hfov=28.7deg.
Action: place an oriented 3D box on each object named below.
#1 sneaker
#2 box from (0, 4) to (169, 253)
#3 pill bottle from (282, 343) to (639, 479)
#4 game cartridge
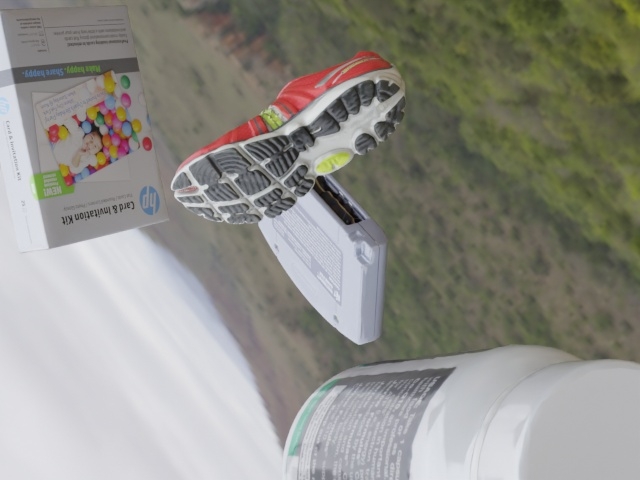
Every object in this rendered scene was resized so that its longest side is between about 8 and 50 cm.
[{"bbox_3d":[-0.034,-0.115,1.375,0.107,0.279,0.118,58,-170,-35],"label":"sneaker"},{"bbox_3d":[-0.198,-0.094,1.011,0.145,0.038,0.186,-17,-81,-55],"label":"box"},{"bbox_3d":[0.126,0.188,0.989,0.204,0.204,0.361,53,156,-9],"label":"pill bottle"},{"bbox_3d":[0.000,0.000,1.729,0.294,0.060,0.196,49,145,41],"label":"game cartridge"}]
